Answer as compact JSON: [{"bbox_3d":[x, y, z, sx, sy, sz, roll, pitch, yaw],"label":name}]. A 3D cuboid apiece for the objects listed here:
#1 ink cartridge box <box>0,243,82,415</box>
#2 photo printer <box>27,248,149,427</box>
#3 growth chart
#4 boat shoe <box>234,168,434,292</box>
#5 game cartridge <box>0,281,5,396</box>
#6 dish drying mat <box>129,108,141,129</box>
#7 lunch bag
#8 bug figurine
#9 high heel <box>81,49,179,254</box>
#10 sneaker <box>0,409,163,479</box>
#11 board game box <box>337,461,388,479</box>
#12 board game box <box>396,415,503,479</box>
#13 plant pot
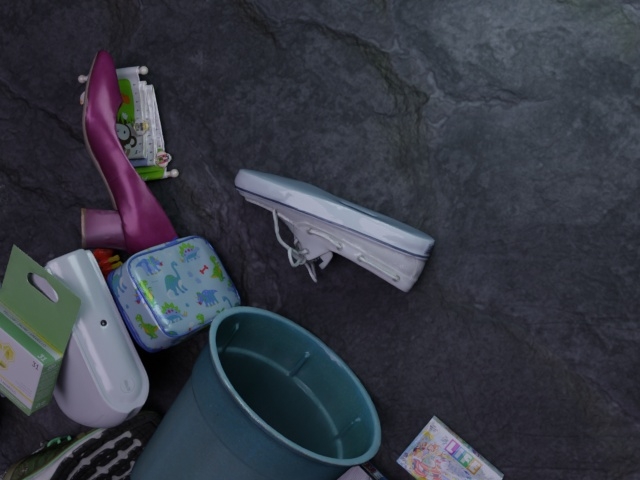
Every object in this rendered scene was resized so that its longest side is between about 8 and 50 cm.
[{"bbox_3d":[-0.498,0.150,1.412,0.171,0.056,0.235,35,121,18],"label":"ink cartridge box"},{"bbox_3d":[-0.426,0.187,1.508,0.256,0.107,0.307,-20,95,53],"label":"photo printer"},{"bbox_3d":[-0.375,-0.218,1.634,0.172,0.021,0.237,-13,94,18],"label":"growth chart"},{"bbox_3d":[0.003,-0.001,1.486,0.367,0.136,0.156,22,101,6],"label":"boat shoe"},{"bbox_3d":[-0.617,0.182,1.625,0.196,0.060,0.294,57,148,5],"label":"game cartridge"},{"bbox_3d":[-0.356,-0.255,1.643,0.032,0.008,0.083,-2,90,18],"label":"dish drying mat"},{"bbox_3d":[-0.257,0.089,1.510,0.090,0.219,0.176,-35,83,36],"label":"lunch bag"},{"bbox_3d":[-0.483,0.119,1.659,0.279,0.072,0.216,-15,93,12],"label":"bug figurine"},{"bbox_3d":[-0.350,-0.162,1.591,0.181,0.127,0.377,1,95,-12],"label":"high heel"},{"bbox_3d":[-0.494,0.420,1.631,0.410,0.182,0.158,-30,127,-4],"label":"sneaker"},{"bbox_3d":[0.041,0.511,1.497,0.165,0.042,0.243,42,107,25],"label":"board game box"},{"bbox_3d":[0.223,0.394,1.473,0.154,0.026,0.103,39,101,13],"label":"board game box"},{"bbox_3d":[-0.133,0.347,1.440,0.341,0.341,0.334,44,110,12],"label":"plant pot"}]
